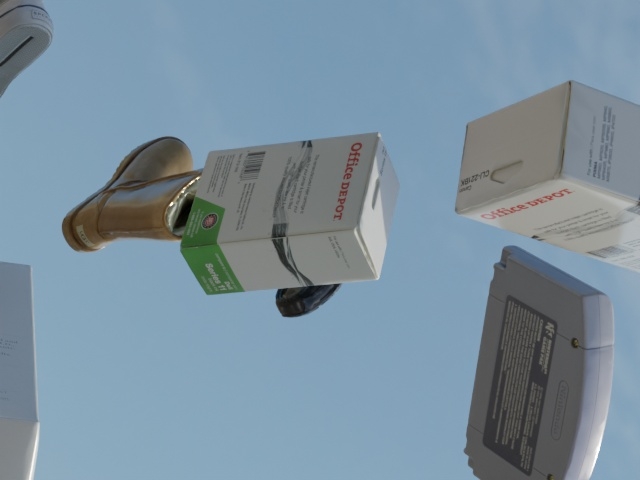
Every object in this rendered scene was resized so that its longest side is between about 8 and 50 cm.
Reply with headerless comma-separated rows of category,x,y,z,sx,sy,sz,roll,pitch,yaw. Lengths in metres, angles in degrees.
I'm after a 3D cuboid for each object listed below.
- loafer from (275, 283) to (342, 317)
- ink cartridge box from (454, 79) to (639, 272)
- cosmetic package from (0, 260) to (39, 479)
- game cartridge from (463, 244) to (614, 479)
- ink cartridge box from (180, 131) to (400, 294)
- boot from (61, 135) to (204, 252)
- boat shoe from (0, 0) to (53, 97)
loafer,0.000,0.000,2.232,0.076,0.223,0.078,-8,-53,37
ink cartridge box,0.312,-0.063,2.096,0.197,0.272,0.114,-20,-122,57
cosmetic package,-0.327,0.164,1.625,0.385,0.156,0.217,-124,-136,-71
game cartridge,0.263,0.176,2.310,0.198,0.062,0.297,29,-62,47
ink cartridge box,-0.030,-0.029,2.096,0.208,0.153,0.087,-5,-44,22
boot,-0.186,-0.064,2.479,0.269,0.236,0.089,-9,-58,54
boat shoe,-0.370,-0.191,2.070,0.083,0.226,0.076,33,34,-45
